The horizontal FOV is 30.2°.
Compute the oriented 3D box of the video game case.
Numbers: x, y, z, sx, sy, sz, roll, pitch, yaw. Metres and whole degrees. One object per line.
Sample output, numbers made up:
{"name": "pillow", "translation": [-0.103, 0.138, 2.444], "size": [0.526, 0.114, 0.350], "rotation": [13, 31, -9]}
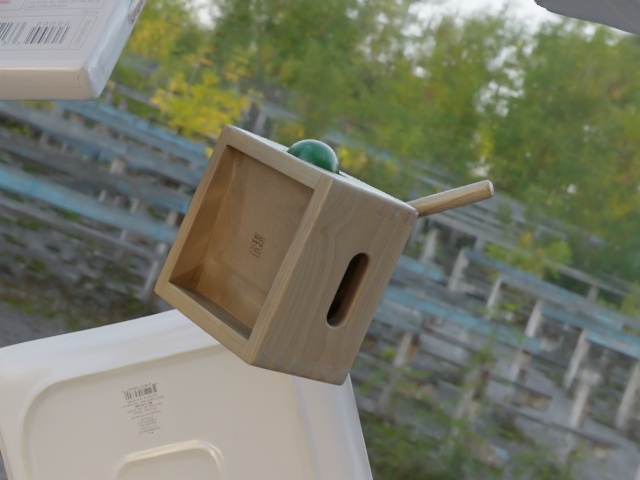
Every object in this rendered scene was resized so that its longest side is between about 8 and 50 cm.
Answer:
{"name": "video game case", "translation": [-0.192, -0.152, 0.645], "size": [0.227, 0.206, 0.026], "rotation": [2, -41, 17]}

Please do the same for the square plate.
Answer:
{"name": "square plate", "translation": [-0.123, 0.232, 1.042], "size": [0.347, 0.344, 0.049], "rotation": [-14, -4, 14]}

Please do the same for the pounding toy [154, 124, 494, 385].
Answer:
{"name": "pounding toy", "translation": [0.000, 0.000, 0.685], "size": [0.100, 0.141, 0.130], "rotation": [19, 7, -42]}

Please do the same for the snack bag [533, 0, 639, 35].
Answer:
{"name": "snack bag", "translation": [0.116, -0.099, 0.324], "size": [0.342, 0.037, 0.323], "rotation": [34, 1, 41]}
